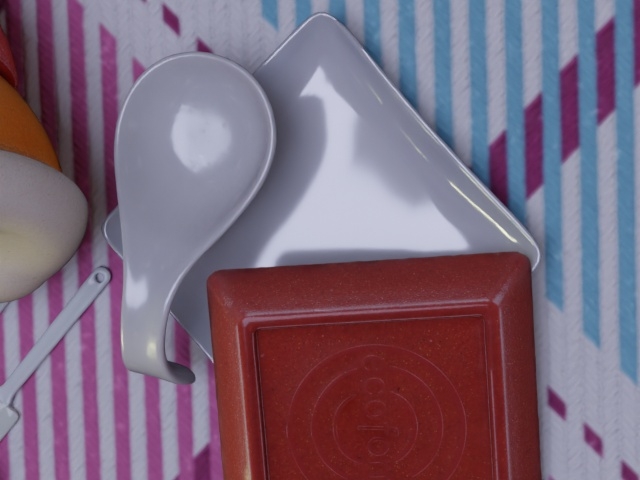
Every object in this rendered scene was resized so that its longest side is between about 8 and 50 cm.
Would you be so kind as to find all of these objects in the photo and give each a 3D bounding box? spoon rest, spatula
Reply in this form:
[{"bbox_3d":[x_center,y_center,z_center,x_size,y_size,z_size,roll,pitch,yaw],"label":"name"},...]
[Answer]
[{"bbox_3d":[-0.113,-0.015,1.462,0.137,0.084,0.276,13,99,16],"label":"spoon rest"},{"bbox_3d":[-0.308,0.074,1.606,0.168,0.019,0.242,42,105,10],"label":"spatula"}]

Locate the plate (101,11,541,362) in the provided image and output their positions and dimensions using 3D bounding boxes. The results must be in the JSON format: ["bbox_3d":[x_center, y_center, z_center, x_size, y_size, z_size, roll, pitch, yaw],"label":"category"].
[{"bbox_3d":[0.000,0.000,1.495,0.278,0.045,0.277,-44,81,16],"label":"plate"}]

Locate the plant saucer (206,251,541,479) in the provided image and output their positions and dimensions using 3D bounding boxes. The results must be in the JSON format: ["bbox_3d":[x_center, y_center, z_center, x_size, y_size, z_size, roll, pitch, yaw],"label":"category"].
[{"bbox_3d":[0.045,0.146,1.436,0.259,0.048,0.258,-4,103,3],"label":"plant saucer"}]

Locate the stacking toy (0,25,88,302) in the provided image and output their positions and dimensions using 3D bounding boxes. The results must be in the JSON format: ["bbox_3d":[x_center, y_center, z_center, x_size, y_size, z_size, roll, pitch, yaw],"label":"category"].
[{"bbox_3d":[-0.385,-0.188,1.498,0.351,0.350,0.479,-14,70,17],"label":"stacking toy"}]
